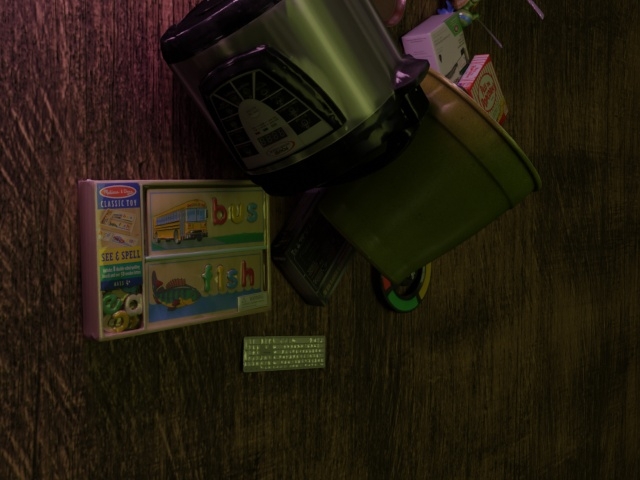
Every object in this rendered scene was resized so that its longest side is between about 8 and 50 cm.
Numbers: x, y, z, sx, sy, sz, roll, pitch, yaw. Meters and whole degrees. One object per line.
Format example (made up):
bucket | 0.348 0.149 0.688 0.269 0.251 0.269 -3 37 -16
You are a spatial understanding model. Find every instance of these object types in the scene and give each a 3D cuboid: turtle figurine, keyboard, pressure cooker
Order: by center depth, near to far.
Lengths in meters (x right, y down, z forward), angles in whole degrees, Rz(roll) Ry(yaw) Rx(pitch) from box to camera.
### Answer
pressure cooker | -0.027 -0.283 1.395 0.375 0.370 0.420 -38 115 -8
keyboard | -0.074 0.242 1.683 0.256 0.014 0.072 7 87 -49
turtle figurine | 0.452 -0.677 2.097 0.198 0.274 0.266 65 32 -77

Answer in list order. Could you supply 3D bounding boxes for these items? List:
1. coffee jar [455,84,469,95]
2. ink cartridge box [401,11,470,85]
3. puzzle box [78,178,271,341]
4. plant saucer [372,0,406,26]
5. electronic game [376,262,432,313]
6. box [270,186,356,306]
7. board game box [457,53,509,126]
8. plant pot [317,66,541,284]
coffee jar | 0.272 -0.327 1.913 0.079 0.184 0.096 33 68 -45
ink cartridge box | 0.310 -0.455 2.018 0.160 0.092 0.219 -43 124 -38
puzzle box | -0.250 0.020 1.439 0.408 0.052 0.272 -6 97 -48
plant saucer | 0.147 -0.598 1.873 0.168 0.029 0.169 -4 96 -48
electronic game | 0.216 0.071 1.978 0.229 0.048 0.229 -5 97 -49
box | 0.000 0.000 1.720 0.183 0.056 0.231 54 54 -37
board game box | 0.428 -0.368 2.059 0.147 0.045 0.193 -58 134 -30
plant pot | 0.194 -0.109 1.607 0.353 0.366 0.366 -46 132 4
